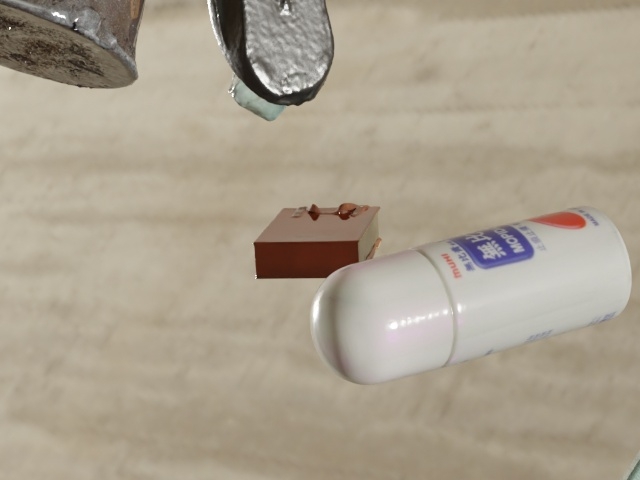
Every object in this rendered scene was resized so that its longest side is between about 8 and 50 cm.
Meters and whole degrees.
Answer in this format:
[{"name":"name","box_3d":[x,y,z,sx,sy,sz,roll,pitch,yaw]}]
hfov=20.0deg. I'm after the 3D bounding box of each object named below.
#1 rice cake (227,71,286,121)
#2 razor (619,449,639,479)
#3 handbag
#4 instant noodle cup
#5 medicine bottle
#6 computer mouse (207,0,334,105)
[{"name":"rice cake","box_3d":[-0.070,-0.204,2.189,0.069,0.063,0.206,28,18,-12]},{"name":"razor","box_3d":[0.328,0.278,1.929,0.056,0.278,0.111,26,2,-4]},{"name":"handbag","box_3d":[0.000,0.000,2.164,0.127,0.190,0.063,-1,-77,11]},{"name":"instant noodle cup","box_3d":[-0.227,-0.260,1.538,0.217,0.207,0.217,16,-12,3]},{"name":"medicine bottle","box_3d":[0.148,0.059,1.873,0.130,0.341,0.130,41,-42,51]},{"name":"computer mouse","box_3d":[-0.049,-0.235,1.739,0.122,0.217,0.073,-7,2,-29]}]
